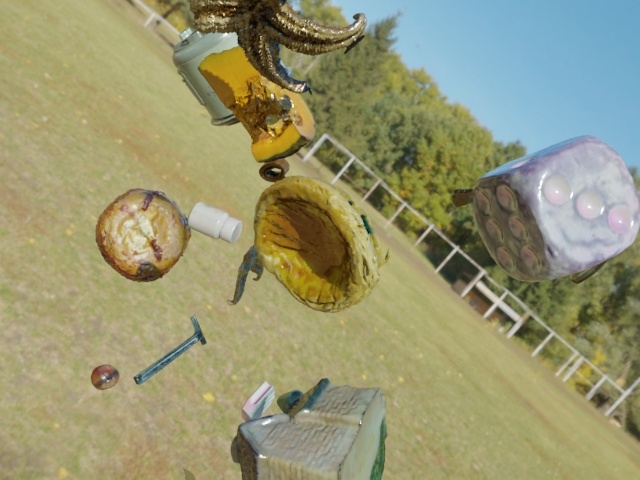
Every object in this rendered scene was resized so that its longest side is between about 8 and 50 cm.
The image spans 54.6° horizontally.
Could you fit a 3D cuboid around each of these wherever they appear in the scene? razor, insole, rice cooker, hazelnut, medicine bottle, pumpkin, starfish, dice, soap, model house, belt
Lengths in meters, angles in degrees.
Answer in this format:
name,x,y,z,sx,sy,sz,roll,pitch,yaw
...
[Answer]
name,x,y,z,sx,sy,sz,roll,pitch,yaw
razor,-0.272,0.206,1.144,0.190,0.033,0.066,-38,112,-54
insole,-0.323,0.596,1.547,0.045,0.002,0.135,37,-12,-16
rice cooker,-0.228,-0.448,1.645,0.317,0.264,0.317,51,-7,8
hazelnut,-0.669,0.425,1.926,0.086,0.086,0.086,40,6,-5
medicine bottle,-0.188,-0.030,1.106,0.089,0.052,0.052,22,2,11
pumpkin,-0.115,-0.271,1.229,0.248,0.130,0.126,62,26,2
starfish,-0.193,0.054,2.014,0.094,0.327,0.375,43,23,4
dice,0.538,-0.074,1.440,0.270,0.271,0.270,67,-14,-3
soap,-0.234,0.612,2.315,0.056,0.149,0.100,27,-42,24
starfish,-0.077,-0.359,0.943,0.303,0.113,0.312,27,-23,-1
model house,-0.028,0.437,1.287,0.284,0.244,0.298,8,21,21
belt,-0.115,-0.179,1.569,0.083,0.036,0.059,-14,-57,42

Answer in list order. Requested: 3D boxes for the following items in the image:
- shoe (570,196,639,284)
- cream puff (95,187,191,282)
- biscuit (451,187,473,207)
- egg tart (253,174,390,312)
name,x,y,z,sx,sy,sz,roll,pitch,yaw
shoe,0.727,-0.006,1.600,0.098,0.275,0.103,40,14,25
cream puff,-0.453,-0.015,1.590,0.240,0.240,0.164,40,-15,-11
biscuit,0.388,-0.116,1.670,0.082,0.016,0.092,5,-24,-10
egg tart,0.000,0.000,1.579,0.388,0.388,0.169,41,42,7
